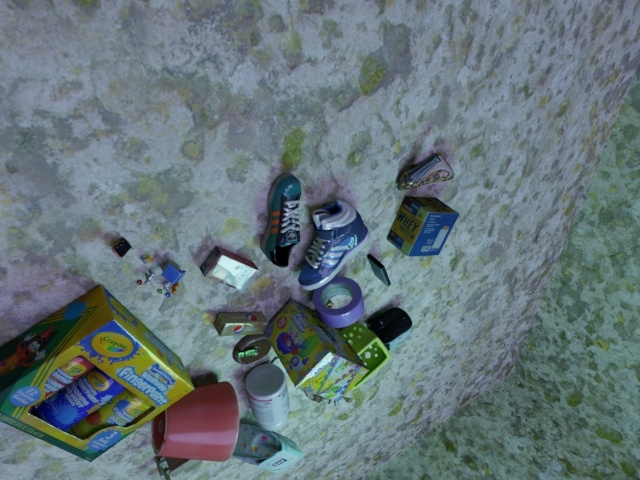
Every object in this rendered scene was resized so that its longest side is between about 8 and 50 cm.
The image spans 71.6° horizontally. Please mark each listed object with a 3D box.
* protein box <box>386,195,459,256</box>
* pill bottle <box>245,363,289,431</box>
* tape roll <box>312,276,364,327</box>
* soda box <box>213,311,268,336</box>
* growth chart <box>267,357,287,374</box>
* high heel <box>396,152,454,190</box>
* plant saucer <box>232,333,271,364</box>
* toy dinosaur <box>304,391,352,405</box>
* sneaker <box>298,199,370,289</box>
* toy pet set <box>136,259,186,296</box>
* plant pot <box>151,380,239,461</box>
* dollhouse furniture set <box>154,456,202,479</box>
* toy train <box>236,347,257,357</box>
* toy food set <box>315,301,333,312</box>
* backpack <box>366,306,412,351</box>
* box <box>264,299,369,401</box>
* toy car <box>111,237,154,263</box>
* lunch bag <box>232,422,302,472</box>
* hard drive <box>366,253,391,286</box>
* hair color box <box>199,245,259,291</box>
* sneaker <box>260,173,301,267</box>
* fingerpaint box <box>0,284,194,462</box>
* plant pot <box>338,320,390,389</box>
[{"bbox_3d":[0.410,-0.056,1.781,0.200,0.136,0.201,-1,122,-38],"label":"protein box"},{"bbox_3d":[-0.211,0.653,1.825,0.161,0.160,0.282,-23,133,-23],"label":"pill bottle"},{"bbox_3d":[0.070,0.234,1.698,0.189,0.189,0.080,-31,136,-15],"label":"tape roll"},{"bbox_3d":[-0.278,0.292,1.562,0.182,0.061,0.058,8,117,-42],"label":"soda box"},{"bbox_3d":[-0.108,0.513,1.902,0.238,0.021,0.171,-26,135,-21],"label":"growth chart"},{"bbox_3d":[0.404,-0.240,1.700,0.186,0.093,0.261,-37,156,25],"label":"high heel"},{"bbox_3d":[-0.255,0.419,1.707,0.169,0.029,0.168,-21,133,-24],"label":"plant saucer"},{"bbox_3d":[0.021,0.718,2.105,0.296,0.126,0.200,4,156,-23],"label":"toy dinosaur"},{"bbox_3d":[0.000,0.000,1.524,0.323,0.130,0.236,-41,129,2],"label":"sneaker"},{"bbox_3d":[-0.445,0.123,1.294,0.114,0.065,0.122,-49,139,4],"label":"toy pet set"},{"bbox_3d":[-0.450,0.645,1.572,0.244,0.275,0.274,10,115,-32],"label":"plant pot"},{"bbox_3d":[-0.525,0.855,1.734,0.212,0.161,0.241,-28,135,-19],"label":"dollhouse furniture set"},{"bbox_3d":[-0.274,0.418,1.656,0.083,0.017,0.023,-2,112,-37],"label":"toy train"},{"bbox_3d":[0.014,0.288,1.823,0.084,0.020,0.082,-10,127,-34],"label":"toy food set"},{"bbox_3d":[0.333,0.408,2.062,0.189,0.166,0.144,-34,138,-8],"label":"backpack"},{"bbox_3d":[-0.019,0.413,1.671,0.177,0.290,0.279,-47,135,5],"label":"box"},{"bbox_3d":[-0.511,0.045,1.191,0.041,0.060,0.122,-21,135,20],"label":"toy car"},{"bbox_3d":[-0.231,0.902,1.921,0.223,0.263,0.160,58,39,-49],"label":"lunch bag"},{"bbox_3d":[0.241,0.122,1.817,0.022,0.094,0.135,-38,138,-10],"label":"hard drive"},{"bbox_3d":[-0.286,0.093,1.407,0.093,0.053,0.167,-51,137,8],"label":"hair color box"},{"bbox_3d":[-0.103,-0.052,1.386,0.108,0.121,0.301,-8,126,-35],"label":"sneaker"},{"bbox_3d":[-0.645,0.400,1.278,0.371,0.163,0.444,-34,137,-12],"label":"fingerpaint box"},{"bbox_3d":[0.136,0.469,1.923,0.227,0.207,0.228,-39,138,-6],"label":"plant pot"}]
